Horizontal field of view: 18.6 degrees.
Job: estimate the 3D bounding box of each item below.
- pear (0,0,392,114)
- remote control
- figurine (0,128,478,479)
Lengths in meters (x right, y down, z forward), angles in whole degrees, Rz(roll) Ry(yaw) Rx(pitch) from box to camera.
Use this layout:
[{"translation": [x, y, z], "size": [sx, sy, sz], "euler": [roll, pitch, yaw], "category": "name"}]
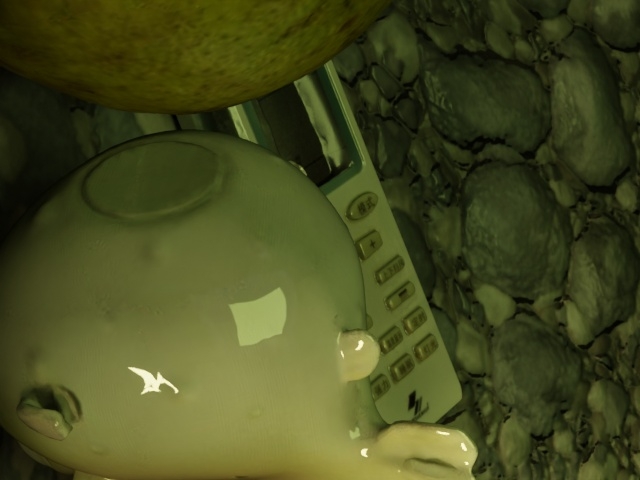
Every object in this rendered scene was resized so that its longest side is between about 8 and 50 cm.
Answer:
[{"translation": [-0.076, -0.243, 0.956], "size": [0.413, 0.352, 0.352], "euler": [-48, 121, -67], "category": "pear"}, {"translation": [0.000, 0.000, 1.201], "size": [0.103, 0.055, 0.277], "euler": [-35, 109, -44], "category": "remote control"}, {"translation": [-0.025, 0.138, 1.030], "size": [0.226, 0.274, 0.394], "euler": [-41, 131, -38], "category": "figurine"}]
